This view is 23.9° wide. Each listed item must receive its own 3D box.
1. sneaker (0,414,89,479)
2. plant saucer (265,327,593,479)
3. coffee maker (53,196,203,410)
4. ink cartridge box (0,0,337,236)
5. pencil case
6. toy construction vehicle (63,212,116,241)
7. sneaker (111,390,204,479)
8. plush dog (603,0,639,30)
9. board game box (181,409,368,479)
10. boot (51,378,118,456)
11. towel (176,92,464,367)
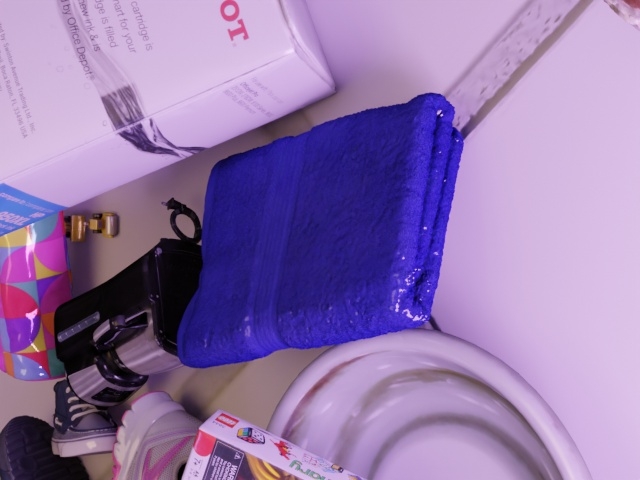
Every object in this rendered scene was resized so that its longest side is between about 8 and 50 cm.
[{"bbox_3d":[-0.311,0.360,1.728,0.131,0.112,0.319,-42,63,34],"label":"sneaker"},{"bbox_3d":[0.107,0.272,1.330,0.400,0.100,0.400,4,96,43],"label":"plant saucer"},{"bbox_3d":[-0.189,0.076,1.607,0.178,0.120,0.171,-27,39,40],"label":"coffee maker"},{"bbox_3d":[-0.218,-0.209,1.452,0.395,0.166,0.285,-22,76,11],"label":"ink cartridge box"},{"bbox_3d":[-0.334,0.043,1.714,0.104,0.104,0.236,3,106,44],"label":"pencil case"},{"bbox_3d":[-0.273,-0.039,1.718,0.098,0.035,0.086,10,100,43],"label":"toy construction vehicle"},{"bbox_3d":[-0.174,0.291,1.579,0.111,0.103,0.252,18,93,29],"label":"sneaker"},{"bbox_3d":[0.347,-0.198,1.048,0.262,0.210,0.225,38,106,4],"label":"plush dog"},{"bbox_3d":[-0.058,0.324,1.337,0.193,0.053,0.305,24,111,12],"label":"board game box"},{"bbox_3d":[-0.264,0.194,1.672,0.190,0.069,0.086,165,102,-65],"label":"boot"},{"bbox_3d":[0.000,0.000,1.397,0.308,0.076,0.227,-15,58,46],"label":"towel"}]
